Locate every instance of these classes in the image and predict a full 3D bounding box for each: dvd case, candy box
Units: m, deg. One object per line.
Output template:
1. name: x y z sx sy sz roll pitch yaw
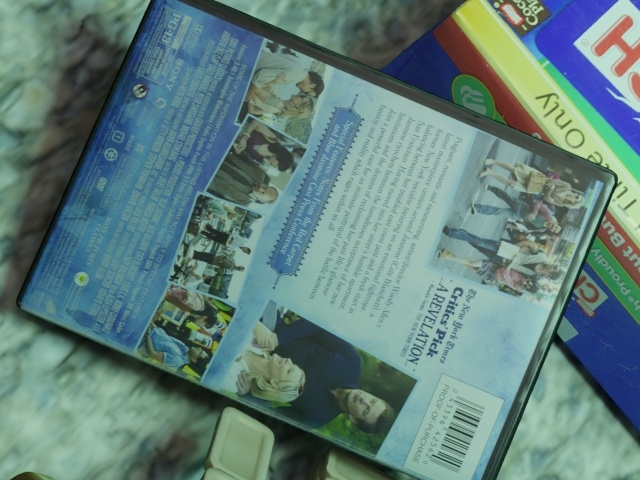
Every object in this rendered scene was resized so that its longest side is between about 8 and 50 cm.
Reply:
1. dvd case: 0.000 0.000 0.918 0.253 0.022 0.180 23 84 1
2. candy box: 0.231 -0.081 1.059 0.317 0.122 0.268 -38 89 -29

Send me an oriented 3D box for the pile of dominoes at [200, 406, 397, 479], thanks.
1. pile of dominoes: 0.018 0.185 0.825 0.196 0.040 0.251 31 23 -8

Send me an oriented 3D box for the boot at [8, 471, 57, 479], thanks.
1. boot: -0.030 0.211 0.842 0.203 0.095 0.262 10 27 -47
